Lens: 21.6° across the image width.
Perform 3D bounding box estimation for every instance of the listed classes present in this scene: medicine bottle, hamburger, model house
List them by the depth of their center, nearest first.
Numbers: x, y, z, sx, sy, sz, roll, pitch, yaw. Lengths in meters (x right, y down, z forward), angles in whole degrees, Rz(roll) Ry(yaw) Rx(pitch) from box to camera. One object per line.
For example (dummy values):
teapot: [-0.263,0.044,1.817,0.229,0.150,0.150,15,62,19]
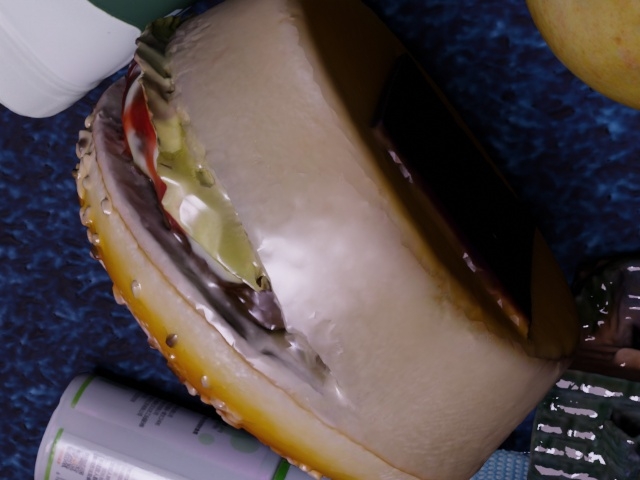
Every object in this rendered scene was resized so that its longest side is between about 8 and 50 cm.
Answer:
hamburger: [0.000,0.000,0.892,0.176,0.300,0.300,-37,101,16]
model house: [0.213,0.112,0.943,0.182,0.172,0.166,10,119,12]
medicine bottle: [-0.088,0.155,1.099,0.183,0.086,0.086,20,119,6]

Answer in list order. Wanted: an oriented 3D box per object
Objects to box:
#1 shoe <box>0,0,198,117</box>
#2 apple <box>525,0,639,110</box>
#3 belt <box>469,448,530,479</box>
shoe: [-0.194,-0.246,0.913,0.160,0.132,0.363,-24,111,26]
apple: [0.188,-0.147,0.830,0.182,0.182,0.155,-26,135,25]
belt: [0.162,0.185,1.049,0.179,0.065,0.100,16,143,-4]
